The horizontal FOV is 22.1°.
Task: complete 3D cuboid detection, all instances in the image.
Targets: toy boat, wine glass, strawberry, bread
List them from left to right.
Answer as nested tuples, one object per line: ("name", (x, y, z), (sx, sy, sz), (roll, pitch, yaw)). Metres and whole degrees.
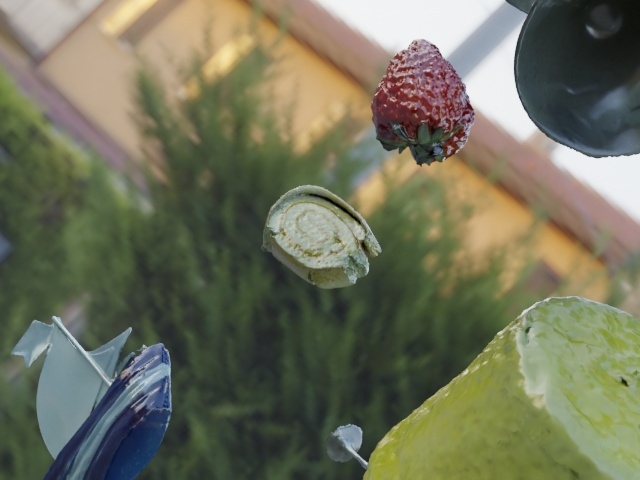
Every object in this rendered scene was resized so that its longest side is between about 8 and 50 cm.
("toy boat", (-0.261, 0.167, 1.905), (0.070, 0.210, 0.291), (38, 24, -43))
("bread", (0.000, 0.000, 2.118), (0.156, 0.117, 0.064), (41, -26, 27))
("wine glass", (0.100, 0.368, 2.520), (0.074, 0.074, 0.262), (49, -8, -36))
("strawberry", (0.129, -0.167, 1.959), (0.131, 0.148, 0.131), (24, -20, 9))
("bread", (0.249, 0.248, 1.685), (0.348, 0.307, 0.348), (28, 29, -17))
("wine glass", (0.335, -0.298, 2.034), (0.267, 0.267, 0.406), (48, 15, -24))
